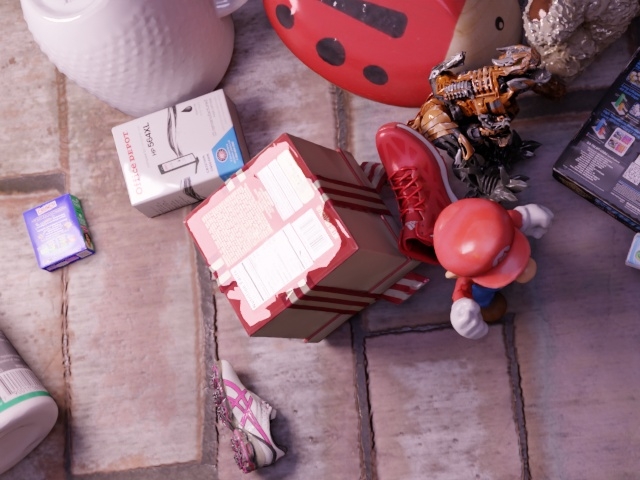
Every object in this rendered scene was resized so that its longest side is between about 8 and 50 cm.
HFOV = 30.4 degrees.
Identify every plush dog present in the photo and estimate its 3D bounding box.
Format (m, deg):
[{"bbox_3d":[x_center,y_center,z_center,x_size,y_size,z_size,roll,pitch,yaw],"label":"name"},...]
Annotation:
[{"bbox_3d":[0.392,-0.338,1.810,0.210,0.225,0.262,20,56,-10],"label":"plush dog"}]

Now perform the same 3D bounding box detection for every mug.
[{"bbox_3d":[-0.279,-0.383,1.878,0.374,0.328,0.276,-16,75,14],"label":"mug"}]

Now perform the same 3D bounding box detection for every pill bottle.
[{"bbox_3d":[-0.606,0.201,1.905,0.204,0.204,0.361,-42,72,1],"label":"pill bottle"}]

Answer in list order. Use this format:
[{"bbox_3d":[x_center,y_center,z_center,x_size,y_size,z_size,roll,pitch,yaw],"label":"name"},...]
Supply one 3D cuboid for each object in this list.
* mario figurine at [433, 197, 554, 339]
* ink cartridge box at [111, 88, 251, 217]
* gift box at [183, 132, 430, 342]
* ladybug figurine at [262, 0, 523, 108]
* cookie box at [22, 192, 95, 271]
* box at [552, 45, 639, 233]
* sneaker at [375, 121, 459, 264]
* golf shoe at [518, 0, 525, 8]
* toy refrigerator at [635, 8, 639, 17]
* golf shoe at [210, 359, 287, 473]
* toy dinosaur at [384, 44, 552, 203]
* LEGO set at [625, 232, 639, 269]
[{"bbox_3d":[0.263,0.043,1.691,0.170,0.320,0.198,-10,77,10],"label":"mario figurine"},{"bbox_3d":[-0.228,-0.143,1.960,0.203,0.086,0.148,-19,75,7],"label":"ink cartridge box"},{"bbox_3d":[0.000,0.000,1.787,0.276,0.258,0.255,-34,71,19],"label":"gift box"},{"bbox_3d":[0.095,-0.363,1.851,0.449,0.162,0.305,19,111,10],"label":"ladybug figurine"},{"bbox_3d":[-0.445,-0.014,2.001,0.091,0.040,0.107,-22,75,7],"label":"cookie box"},{"bbox_3d":[0.558,-0.142,1.799,0.295,0.073,0.293,35,86,17],"label":"box"},{"bbox_3d":[0.141,-0.064,1.741,0.087,0.128,0.221,-30,102,35],"label":"sneaker"},{"bbox_3d":[0.273,-0.451,1.909,0.094,0.077,0.198,0,68,-30],"label":"golf shoe"},{"bbox_3d":[0.591,-0.461,1.850,0.269,0.094,0.102,-23,75,7],"label":"toy refrigerator"},{"bbox_3d":[-0.117,0.272,1.864,0.086,0.067,0.186,-17,73,-20],"label":"golf shoe"},{"bbox_3d":[0.224,-0.174,1.800,0.218,0.322,0.164,47,58,-15],"label":"toy dinosaur"},{"bbox_3d":[0.589,-0.009,1.702,0.244,0.060,0.182,21,88,15],"label":"LEGO set"}]
